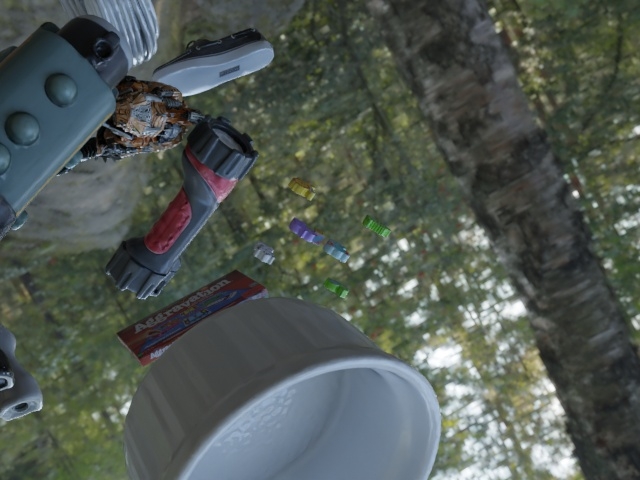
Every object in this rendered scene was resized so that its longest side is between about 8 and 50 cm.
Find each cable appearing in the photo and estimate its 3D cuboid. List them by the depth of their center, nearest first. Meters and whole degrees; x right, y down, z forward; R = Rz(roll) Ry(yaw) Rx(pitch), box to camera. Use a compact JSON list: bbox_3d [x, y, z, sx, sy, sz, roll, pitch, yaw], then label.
[{"bbox_3d":[-0.323,-0.373,1.250,0.089,0.257,0.257,-27,138,-17],"label":"cable"}]

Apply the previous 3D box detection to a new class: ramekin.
[{"bbox_3d":[-0.041,0.185,0.778,0.277,0.277,0.135,-30,-139,-16],"label":"ramekin"}]

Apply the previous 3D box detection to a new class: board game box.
[{"bbox_3d":[-0.255,0.148,1.715,0.281,0.027,0.145,-29,-155,-21],"label":"board game box"}]

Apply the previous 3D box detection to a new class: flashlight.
[{"bbox_3d":[-0.218,-0.046,1.302,0.304,0.103,0.103,-48,164,21],"label":"flashlight"}]

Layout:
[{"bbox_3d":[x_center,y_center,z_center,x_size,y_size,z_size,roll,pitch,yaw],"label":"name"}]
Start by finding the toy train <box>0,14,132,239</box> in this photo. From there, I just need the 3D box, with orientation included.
[{"bbox_3d":[-0.295,-0.071,0.760,0.190,0.142,0.334,-12,-144,50],"label":"toy train"}]

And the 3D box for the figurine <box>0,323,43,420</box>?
[{"bbox_3d":[-0.641,0.226,1.702,0.092,0.209,0.215,-26,150,-5],"label":"figurine"}]

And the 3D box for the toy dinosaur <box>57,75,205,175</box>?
[{"bbox_3d":[-0.267,-0.170,1.248,0.218,0.164,0.322,1,166,6],"label":"toy dinosaur"}]

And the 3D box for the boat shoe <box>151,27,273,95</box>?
[{"bbox_3d":[-0.195,-0.319,1.503,0.228,0.076,0.080,-23,158,-17],"label":"boat shoe"}]

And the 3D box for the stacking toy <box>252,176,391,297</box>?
[{"bbox_3d":[0.000,0.000,1.639,0.167,0.221,0.052,-57,-164,17],"label":"stacking toy"}]
